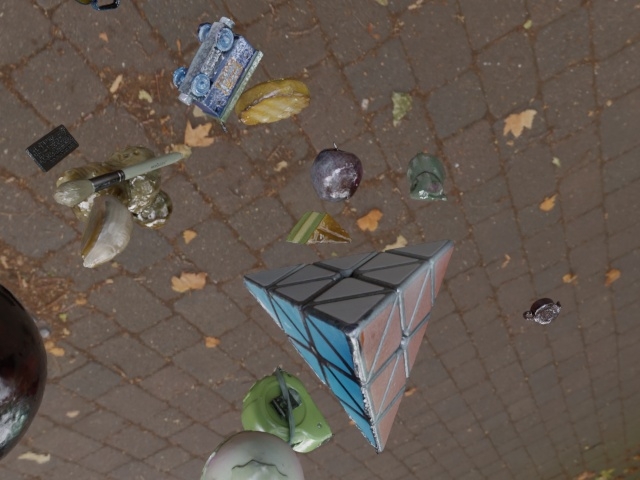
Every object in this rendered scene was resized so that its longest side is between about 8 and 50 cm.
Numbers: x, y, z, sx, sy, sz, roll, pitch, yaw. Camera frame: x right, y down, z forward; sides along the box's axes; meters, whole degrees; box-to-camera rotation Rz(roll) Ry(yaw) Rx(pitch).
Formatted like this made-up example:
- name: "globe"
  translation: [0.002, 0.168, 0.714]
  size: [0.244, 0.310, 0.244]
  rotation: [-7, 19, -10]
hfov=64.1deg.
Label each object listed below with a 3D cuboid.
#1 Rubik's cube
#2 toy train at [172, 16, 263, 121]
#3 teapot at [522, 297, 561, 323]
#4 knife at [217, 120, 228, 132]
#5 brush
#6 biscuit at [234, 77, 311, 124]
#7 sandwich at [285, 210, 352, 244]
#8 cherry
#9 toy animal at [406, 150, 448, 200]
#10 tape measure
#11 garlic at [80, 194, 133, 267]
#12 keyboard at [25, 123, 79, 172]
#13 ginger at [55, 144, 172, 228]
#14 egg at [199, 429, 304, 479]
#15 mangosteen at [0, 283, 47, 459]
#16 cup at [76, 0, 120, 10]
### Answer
- name: "Rubik's cube"
  translation: [0.047, 0.110, 0.662]
  size: [0.228, 0.233, 0.229]
  rotation: [24, 129, -28]
- name: "toy train"
  translation: [-0.330, -0.542, 1.625]
  size: [0.299, 0.131, 0.202]
  rotation: [-61, 146, -2]
- name: "teapot"
  translation: [0.554, 0.174, 1.277]
  size: [0.100, 0.045, 0.067]
  rotation: [-17, 122, 2]
- name: "knife"
  translation: [-0.394, -0.460, 1.775]
  size: [0.045, 0.222, 0.021]
  rotation: [-31, -175, 40]
- name: "brush"
  translation: [-0.363, -0.125, 0.953]
  size: [0.042, 0.039, 0.299]
  rotation: [-47, 176, 36]
- name: "biscuit"
  translation: [-0.184, -0.532, 1.945]
  size: [0.296, 0.102, 0.296]
  rotation: [-15, 176, -1]
- name: "sandwich"
  translation: [0.000, 0.000, 1.766]
  size: [0.187, 0.117, 0.144]
  rotation: [44, 69, -37]
- name: "cherry"
  translation: [0.050, -0.223, 1.739]
  size: [0.195, 0.195, 0.195]
  rotation: [-11, 134, -12]
- name: "toy animal"
  translation: [0.314, -0.171, 1.513]
  size: [0.127, 0.251, 0.125]
  rotation: [35, 114, -9]
- name: "tape measure"
  translation: [-0.086, 0.383, 1.140]
  size: [0.175, 0.200, 0.106]
  rotation: [-8, 148, -44]
- name: "garlic"
  translation: [-0.483, -0.036, 1.165]
  size: [0.101, 0.195, 0.087]
  rotation: [-16, 147, 12]
- name: "keyboard"
  translation: [-0.496, -0.174, 0.954]
  size: [0.010, 0.155, 0.053]
  rotation: [-26, 117, 11]
- name: "ginger"
  translation: [-0.557, -0.134, 1.407]
  size: [0.176, 0.375, 0.256]
  rotation: [3, 101, 20]
- name: "egg"
  translation: [-0.113, 0.417, 0.867]
  size: [0.183, 0.183, 0.217]
  rotation: [-4, 141, -19]
- name: "mangosteen"
  translation: [-0.504, 0.167, 0.605]
  size: [0.300, 0.300, 0.300]
  rotation: [-11, 134, -12]
- name: "cup"
  translation: [-0.566, -0.662, 1.280]
  size: [0.113, 0.138, 0.150]
  rotation: [36, 144, -2]
